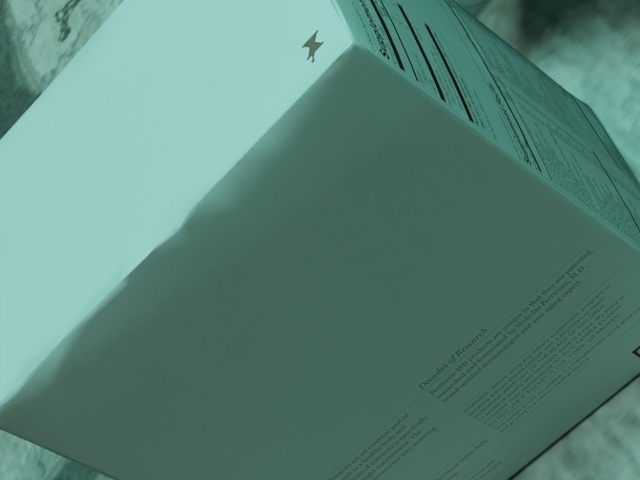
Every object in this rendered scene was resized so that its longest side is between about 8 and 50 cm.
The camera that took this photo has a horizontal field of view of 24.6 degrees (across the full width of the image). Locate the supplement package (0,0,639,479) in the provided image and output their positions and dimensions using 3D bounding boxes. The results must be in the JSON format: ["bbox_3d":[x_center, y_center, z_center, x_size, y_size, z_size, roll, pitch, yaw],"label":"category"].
[{"bbox_3d":[0.000,0.000,0.582,0.194,0.203,0.149,-44,37,20],"label":"supplement package"}]

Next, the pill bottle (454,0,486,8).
[{"bbox_3d":[0.140,-0.209,0.606,0.278,0.162,0.162,-23,48,40],"label":"pill bottle"}]
